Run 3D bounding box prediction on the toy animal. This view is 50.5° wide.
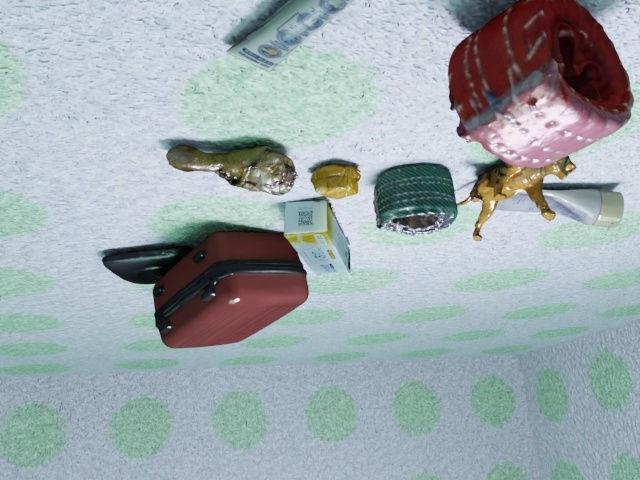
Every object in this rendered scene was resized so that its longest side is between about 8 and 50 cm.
[{"bbox_3d":[0.295,-0.085,1.160,0.114,0.116,0.255,32,151,-25],"label":"toy animal"}]

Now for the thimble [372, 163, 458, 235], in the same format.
[{"bbox_3d":[0.162,-0.068,1.150,0.135,0.090,0.118,3,158,-16],"label":"thimble"}]

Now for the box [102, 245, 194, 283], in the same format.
[{"bbox_3d":[-0.349,0.060,1.475,0.201,0.042,0.212,-8,162,3],"label":"box"}]

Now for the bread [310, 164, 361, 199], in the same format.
[{"bbox_3d":[0.026,-0.095,1.098,0.083,0.046,0.081,-2,168,-16],"label":"bread"}]

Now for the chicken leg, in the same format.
[{"bbox_3d":[-0.126,-0.111,0.993,0.197,0.069,0.085,8,-178,-19],"label":"chicken leg"}]

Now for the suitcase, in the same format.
[{"bbox_3d":[-0.189,0.105,1.397,0.236,0.161,0.297,3,151,-42],"label":"suitcase"}]

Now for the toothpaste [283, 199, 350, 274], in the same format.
[{"bbox_3d":[0.000,0.000,1.355,0.089,0.071,0.313,-4,163,9],"label":"toothpaste"}]

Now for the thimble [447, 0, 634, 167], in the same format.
[{"bbox_3d":[0.237,-0.170,0.733,0.189,0.163,0.125,1,161,-40],"label":"thimble"}]

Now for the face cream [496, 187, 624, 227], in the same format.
[{"bbox_3d":[0.454,-0.072,1.294,0.224,0.070,0.114,7,162,2],"label":"face cream"}]

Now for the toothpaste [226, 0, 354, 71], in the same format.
[{"bbox_3d":[-0.010,-0.231,0.679,0.062,0.039,0.239,14,157,-35],"label":"toothpaste"}]
